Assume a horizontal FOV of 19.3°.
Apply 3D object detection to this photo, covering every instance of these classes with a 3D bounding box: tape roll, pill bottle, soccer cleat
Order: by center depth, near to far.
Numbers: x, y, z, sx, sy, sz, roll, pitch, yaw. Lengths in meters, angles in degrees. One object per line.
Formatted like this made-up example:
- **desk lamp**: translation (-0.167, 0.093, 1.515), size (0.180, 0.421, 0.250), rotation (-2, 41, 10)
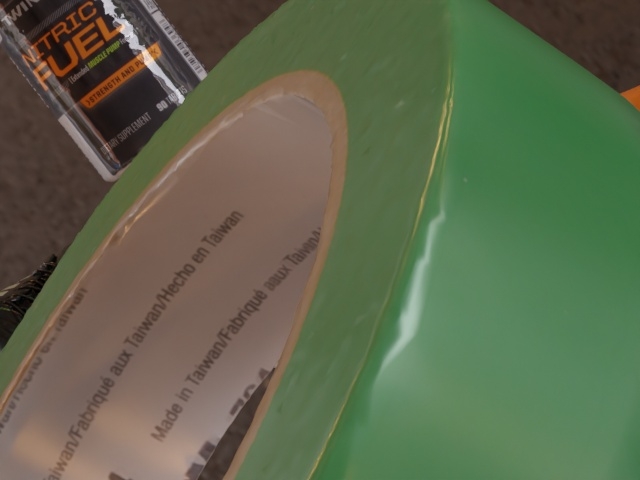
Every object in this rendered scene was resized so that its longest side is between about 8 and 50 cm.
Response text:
- **tape roll**: translation (-0.035, 0.072, 0.536), size (0.321, 0.077, 0.321), rotation (-48, 22, 27)
- **soccer cleat**: translation (-0.160, 0.039, 1.069), size (0.060, 0.179, 0.072), rotation (37, 99, 1)
- **pill bottle**: translation (-0.205, -0.181, 1.607), size (0.130, 0.245, 0.130), rotation (-37, 5, 4)

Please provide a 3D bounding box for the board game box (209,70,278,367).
- **board game box**: translation (0.000, 0.000, 2.077), size (0.318, 0.066, 0.318), rotation (20, 116, 19)

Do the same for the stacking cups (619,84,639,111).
- **stacking cups**: translation (0.372, -0.141, 1.814), size (0.316, 0.096, 0.096), rotation (-19, 55, 38)
